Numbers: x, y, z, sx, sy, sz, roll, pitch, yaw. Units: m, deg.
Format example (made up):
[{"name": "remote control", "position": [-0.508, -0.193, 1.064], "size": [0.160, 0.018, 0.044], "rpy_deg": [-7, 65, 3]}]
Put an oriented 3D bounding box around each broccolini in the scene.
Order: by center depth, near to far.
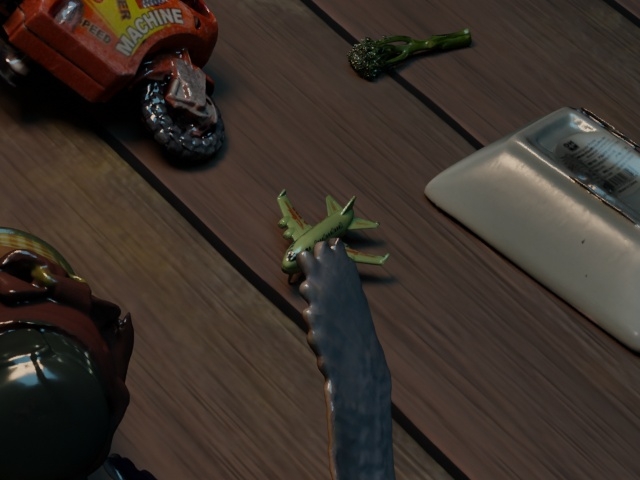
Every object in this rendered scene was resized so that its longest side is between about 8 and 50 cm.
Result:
[{"name": "broccolini", "position": [0.086, -0.172, 1.735], "size": [0.140, 0.030, 0.035], "rpy_deg": [-12, 56, -34]}]

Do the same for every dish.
[{"name": "dish", "position": [0.234, -0.033, 1.580], "size": [0.243, 0.080, 0.182], "rpy_deg": [37, 45, 25]}]

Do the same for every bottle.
[{"name": "bottle", "position": [-0.189, 0.073, 1.201], "size": [0.143, 0.156, 0.271], "rpy_deg": [-14, 16, -13]}]

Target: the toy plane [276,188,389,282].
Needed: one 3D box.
[{"name": "toy plane", "position": [0.000, 0.000, 1.500], "size": [0.102, 0.040, 0.111], "rpy_deg": [28, 43, 18]}]

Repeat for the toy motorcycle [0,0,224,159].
[{"name": "toy motorcycle", "position": [-0.188, -0.188, 1.565], "size": [0.298, 0.089, 0.171], "rpy_deg": [39, 44, -19]}]

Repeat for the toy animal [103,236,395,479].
[{"name": "toy animal", "position": [0.009, 0.191, 1.133], "size": [0.302, 0.225, 0.284], "rpy_deg": [44, 17, -9]}]
